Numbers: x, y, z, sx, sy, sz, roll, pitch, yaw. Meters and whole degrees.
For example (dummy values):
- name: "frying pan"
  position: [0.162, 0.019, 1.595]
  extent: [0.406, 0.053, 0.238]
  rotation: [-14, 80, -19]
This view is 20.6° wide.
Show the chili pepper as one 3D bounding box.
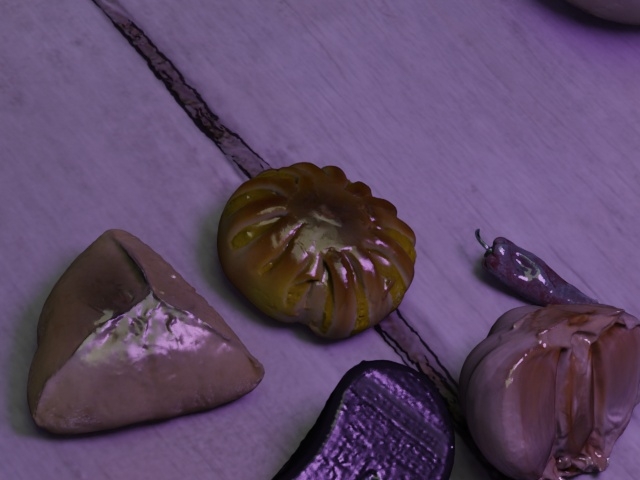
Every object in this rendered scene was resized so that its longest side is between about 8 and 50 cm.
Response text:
- name: "chili pepper"
  position: [0.227, 0.039, 1.898]
  extent: [0.153, 0.041, 0.050]
  rotation: [32, 72, -5]

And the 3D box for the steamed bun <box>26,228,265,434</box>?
- name: "steamed bun"
  position: [-0.194, 0.076, 1.748]
  extent: [0.231, 0.110, 0.212]
  rotation: [-12, 55, -22]

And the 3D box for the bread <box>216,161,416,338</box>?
- name: "bread"
  position: [0.000, 0.000, 1.847]
  extent: [0.213, 0.105, 0.213]
  rotation: [6, 49, -7]

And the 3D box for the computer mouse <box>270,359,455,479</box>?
- name: "computer mouse"
  position: [0.028, 0.238, 1.676]
  extent: [0.147, 0.088, 0.264]
  rotation: [40, 54, -1]

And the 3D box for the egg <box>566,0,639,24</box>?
- name: "egg"
  position: [0.383, -0.362, 2.138]
  extent: [0.337, 0.201, 0.337]
  rotation: [18, 30, -11]

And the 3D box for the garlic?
- name: "garlic"
  position: [0.217, 0.145, 1.760]
  extent: [0.142, 0.178, 0.229]
  rotation: [14, 24, 41]
